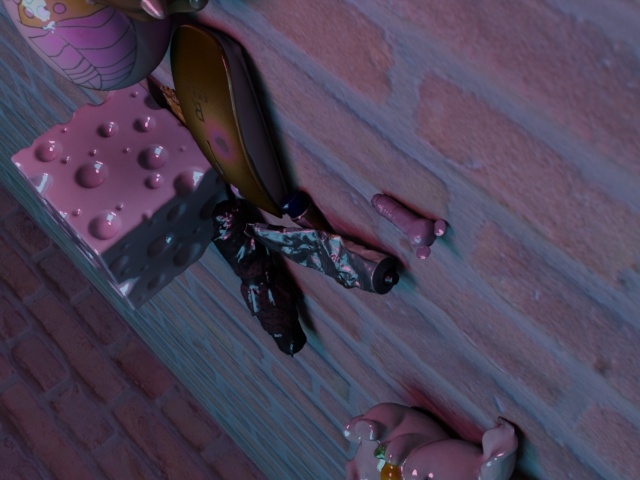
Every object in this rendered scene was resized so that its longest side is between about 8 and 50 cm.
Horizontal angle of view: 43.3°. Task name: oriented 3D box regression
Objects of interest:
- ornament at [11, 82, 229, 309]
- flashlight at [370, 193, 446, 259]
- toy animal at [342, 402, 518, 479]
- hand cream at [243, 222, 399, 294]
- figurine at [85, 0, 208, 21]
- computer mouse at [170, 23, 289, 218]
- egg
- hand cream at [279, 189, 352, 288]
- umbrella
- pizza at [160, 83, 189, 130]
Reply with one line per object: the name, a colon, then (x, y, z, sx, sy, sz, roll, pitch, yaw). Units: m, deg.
ornament: (-0.316, -0.076, 1.350, 0.240, 0.240, 0.239, 44, 163, 19)
flashlight: (0.099, -0.022, 0.932, 0.031, 0.052, 0.110, 23, -167, -48)
toy animal: (0.175, 0.337, 1.185, 0.325, 0.154, 0.208, -14, 92, 44)
hand cream: (0.002, 0.024, 1.096, 0.248, 0.052, 0.075, 14, 139, 37)
figurine: (-0.219, -0.345, 0.860, 0.247, 0.177, 0.173, 61, 174, -13)
computer mouse: (-0.128, -0.153, 1.123, 0.158, 0.072, 0.310, 34, 153, 41)
egg: (-0.306, -0.315, 1.038, 0.196, 0.196, 0.271, 39, 169, 28)
hand cream: (0.000, 0.000, 1.159, 0.163, 0.039, 0.062, 55, 157, -23)
umbrella: (-0.098, 0.072, 1.380, 0.094, 0.090, 0.326, 18, 141, 49)
pizza: (-0.202, -0.193, 1.268, 0.100, 0.029, 0.099, 41, 164, 30)
